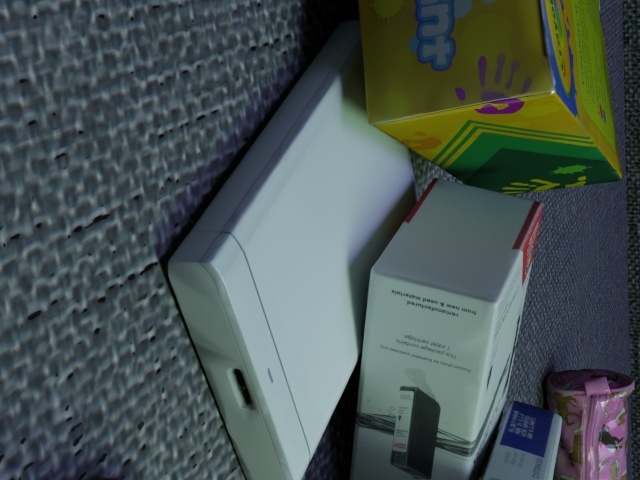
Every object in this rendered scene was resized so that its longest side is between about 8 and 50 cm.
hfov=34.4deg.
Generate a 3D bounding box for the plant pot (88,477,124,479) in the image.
[{"bbox_3d":[-0.061,0.247,0.574,0.205,0.188,0.205,2,90,-66],"label":"plant pot"}]

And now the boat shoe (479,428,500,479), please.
[{"bbox_3d":[0.224,0.318,1.313,0.342,0.123,0.123,-17,99,-68],"label":"boat shoe"}]

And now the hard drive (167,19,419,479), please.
[{"bbox_3d":[0.000,0.000,0.865,0.353,0.047,0.233,-61,144,-46],"label":"hard drive"}]

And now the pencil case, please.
[{"bbox_3d":[0.469,0.412,1.807,0.160,0.167,0.386,-5,97,-30],"label":"pencil case"}]

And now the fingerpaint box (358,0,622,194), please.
[{"bbox_3d":[0.161,-0.292,1.000,0.371,0.163,0.444,16,67,-65],"label":"fingerpaint box"}]

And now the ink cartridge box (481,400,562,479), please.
[{"bbox_3d":[0.150,0.358,0.985,0.324,0.071,0.330,-32,137,-71],"label":"ink cartridge box"}]

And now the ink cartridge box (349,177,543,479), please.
[{"bbox_3d":[0.117,0.109,0.978,0.197,0.114,0.272,-51,151,-54],"label":"ink cartridge box"}]
